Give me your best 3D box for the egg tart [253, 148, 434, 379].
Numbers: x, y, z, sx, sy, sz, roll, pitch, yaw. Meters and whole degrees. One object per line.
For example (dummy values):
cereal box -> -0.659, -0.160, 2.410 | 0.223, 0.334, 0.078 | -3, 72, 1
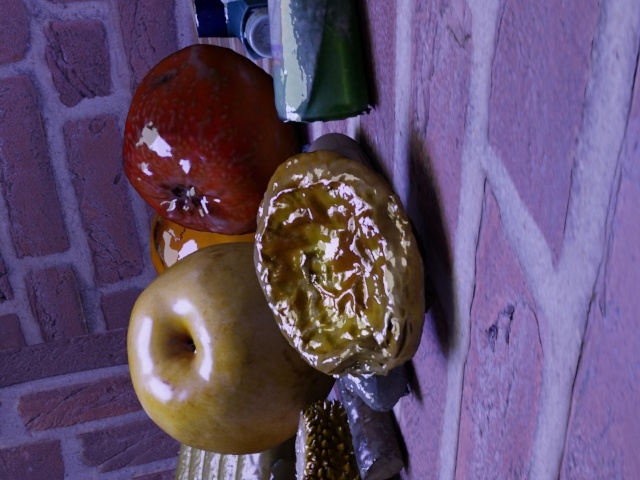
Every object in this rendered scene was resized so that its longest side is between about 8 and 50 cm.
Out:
egg tart -> 0.031, 0.023, 1.313 | 0.241, 0.106, 0.241 | 18, 115, 44

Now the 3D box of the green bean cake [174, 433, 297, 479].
green bean cake -> -0.062, 0.391, 2.132 | 0.310, 0.285, 0.202 | -1, 74, 59

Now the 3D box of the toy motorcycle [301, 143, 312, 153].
toy motorcycle -> 0.000, 0.000, 1.693 | 0.135, 0.092, 0.254 | 76, -171, -67

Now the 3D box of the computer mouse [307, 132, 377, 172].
computer mouse -> 0.027, -0.027, 1.490 | 0.236, 0.082, 0.145 | -111, 14, -56

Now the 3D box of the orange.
orange -> -0.184, 0.010, 2.384 | 0.246, 0.246, 0.246 | 170, 90, -82

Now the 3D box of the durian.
durian -> 0.031, 0.313, 1.722 | 0.183, 0.138, 0.249 | 38, -138, -44

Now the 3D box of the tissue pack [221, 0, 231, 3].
tissue pack -> -0.109, -0.489, 1.676 | 0.228, 0.128, 0.310 | 91, 166, -61

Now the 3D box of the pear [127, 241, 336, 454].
pear -> -0.112, 0.146, 1.849 | 0.314, 0.314, 0.314 | 170, 90, -82

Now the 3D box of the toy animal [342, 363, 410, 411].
toy animal -> 0.043, 0.098, 1.541 | 0.070, 0.079, 0.253 | 87, 170, -47

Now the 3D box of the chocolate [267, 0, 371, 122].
chocolate -> -0.012, -0.273, 1.410 | 0.110, 0.110, 0.291 | -135, 38, -76

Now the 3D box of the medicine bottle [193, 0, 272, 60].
medicine bottle -> -0.105, -0.313, 1.898 | 0.258, 0.124, 0.079 | -125, 29, -66

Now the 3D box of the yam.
yam -> 0.048, 0.180, 1.687 | 0.061, 0.061, 0.274 | 89, 168, -49

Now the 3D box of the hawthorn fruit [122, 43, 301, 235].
hawthorn fruit -> -0.163, -0.158, 1.992 | 0.275, 0.275, 0.299 | 93, 173, -58
